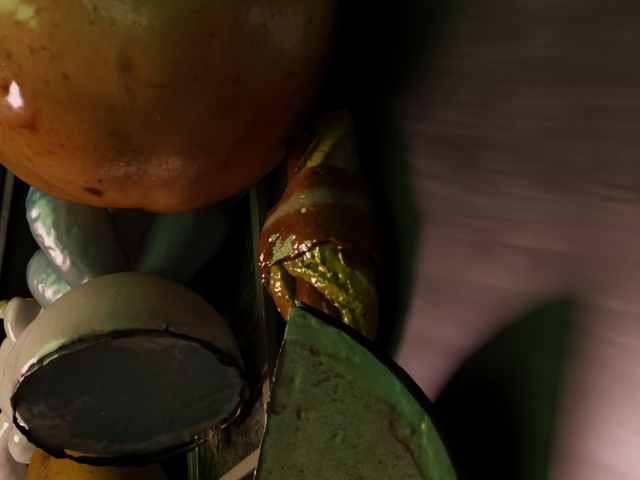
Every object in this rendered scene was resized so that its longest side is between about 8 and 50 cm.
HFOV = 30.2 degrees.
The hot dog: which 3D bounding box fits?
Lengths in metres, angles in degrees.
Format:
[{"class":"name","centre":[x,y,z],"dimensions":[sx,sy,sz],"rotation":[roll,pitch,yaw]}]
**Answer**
[{"class":"hot dog","centre":[-0.006,0.002,1.018],"dimensions":[0.123,0.093,0.261],"rotation":[-51,38,47]}]

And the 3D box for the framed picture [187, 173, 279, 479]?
[{"class":"framed picture","centre":[-0.100,0.111,1.280],"dimensions":[0.240,0.020,0.324],"rotation":[-44,44,53]}]

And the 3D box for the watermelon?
[{"class":"watermelon","centre":[0.008,0.198,0.827],"dimensions":[0.224,0.180,0.305],"rotation":[13,93,51]}]

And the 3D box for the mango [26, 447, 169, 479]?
[{"class":"mango","centre":[-0.226,0.318,1.303],"dimensions":[0.329,0.177,0.175],"rotation":[38,109,61]}]

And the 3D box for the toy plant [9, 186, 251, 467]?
[{"class":"toy plant","centre":[-0.205,0.043,1.248],"dimensions":[0.332,0.247,0.247],"rotation":[-102,32,-41]}]

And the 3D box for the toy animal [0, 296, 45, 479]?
[{"class":"toy animal","centre":[-0.360,0.207,1.616],"dimensions":[0.310,0.183,0.247],"rotation":[154,121,-61]}]

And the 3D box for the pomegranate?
[{"class":"pomegranate","centre":[-0.170,-0.224,1.097],"dimensions":[0.411,0.412,0.411],"rotation":[-172,90,-65]}]

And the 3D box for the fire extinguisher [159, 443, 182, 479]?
[{"class":"fire extinguisher","centre":[-0.200,0.273,1.437],"dimensions":[0.049,0.035,0.173],"rotation":[52,144,5]}]
